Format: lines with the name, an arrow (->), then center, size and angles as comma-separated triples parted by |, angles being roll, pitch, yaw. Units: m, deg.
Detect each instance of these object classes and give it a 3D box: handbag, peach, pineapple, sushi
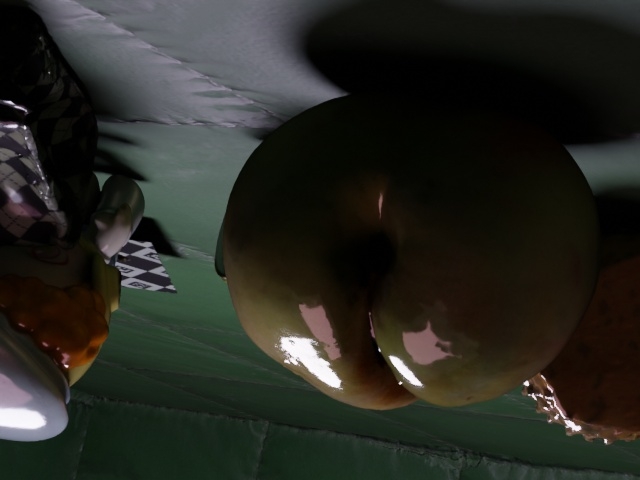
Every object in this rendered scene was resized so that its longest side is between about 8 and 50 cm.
handbag -> -0.408, -0.104, 1.624 | 0.416, 0.180, 0.317 | 4, 166, -1
peach -> 0.074, 0.004, 1.483 | 0.292, 0.247, 0.292 | -12, -177, 1
pineapple -> 0.252, 0.075, 1.821 | 0.202, 0.202, 0.362 | 14, -177, -6
sushi -> -0.294, -0.002, 2.324 | 0.231, 0.047, 0.219 | 7, 163, 6

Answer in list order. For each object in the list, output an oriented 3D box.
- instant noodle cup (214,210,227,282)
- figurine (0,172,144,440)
instant noodle cup -> 0.000, 0.000, 1.717 | 0.144, 0.182, 0.182 | 27, 164, -20
figurine -> -0.261, 0.057, 1.872 | 0.224, 0.205, 0.382 | 21, -148, 21
